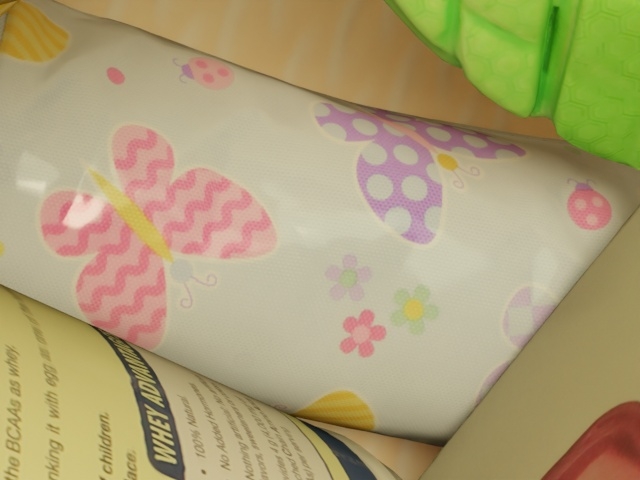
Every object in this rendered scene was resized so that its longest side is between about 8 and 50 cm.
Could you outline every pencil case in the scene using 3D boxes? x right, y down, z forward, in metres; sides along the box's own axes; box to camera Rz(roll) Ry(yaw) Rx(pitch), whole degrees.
[{"bbox_3d":[0.000,0.000,0.664,0.273,0.113,0.124,12,87,-14],"label":"pencil case"}]

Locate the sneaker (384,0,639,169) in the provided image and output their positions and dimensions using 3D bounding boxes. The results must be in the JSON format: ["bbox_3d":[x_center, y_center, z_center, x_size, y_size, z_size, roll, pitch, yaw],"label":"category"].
[{"bbox_3d":[0.168,-0.142,0.645,0.483,0.185,0.202,2,41,-39],"label":"sneaker"}]

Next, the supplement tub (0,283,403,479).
[{"bbox_3d":[-0.143,0.110,0.482,0.325,0.235,0.235,27,68,-30],"label":"supplement tub"}]

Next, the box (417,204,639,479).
[{"bbox_3d":[0.106,0.123,0.595,0.148,0.127,0.232,33,102,-17],"label":"box"}]

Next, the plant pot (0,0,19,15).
[{"bbox_3d":[-0.113,-0.151,0.443,0.254,0.239,0.254,-9,104,-37],"label":"plant pot"}]
